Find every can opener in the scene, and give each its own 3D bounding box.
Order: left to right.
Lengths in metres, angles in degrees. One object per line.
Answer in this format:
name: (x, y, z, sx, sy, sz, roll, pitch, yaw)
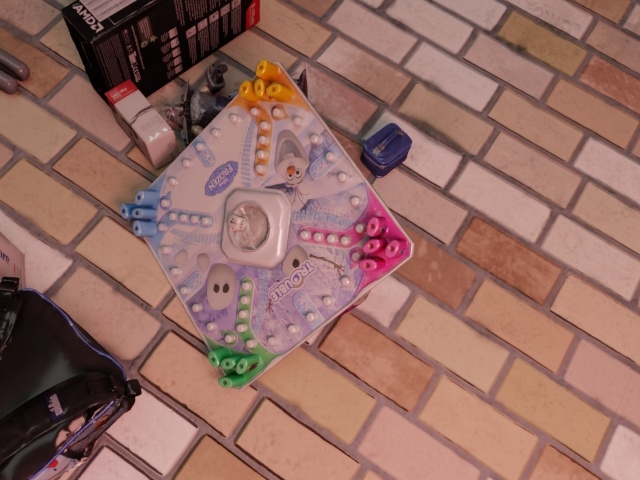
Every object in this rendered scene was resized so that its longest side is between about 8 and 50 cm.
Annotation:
can opener: (-0.687, -0.379, 1.115, 0.280, 0.093, 0.074, 34, 69, -14)

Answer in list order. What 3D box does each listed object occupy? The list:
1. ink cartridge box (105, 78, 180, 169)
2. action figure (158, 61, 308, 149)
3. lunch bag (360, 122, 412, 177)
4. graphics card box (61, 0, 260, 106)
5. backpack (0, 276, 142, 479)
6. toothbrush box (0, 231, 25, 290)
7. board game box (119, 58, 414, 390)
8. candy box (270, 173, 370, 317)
ink cartridge box: (-0.327, -0.212, 1.102, 0.056, 0.099, 0.135, -37, 75, -17)
action figure: (-0.165, -0.254, 1.137, 0.285, 0.099, 0.185, -4, 74, -3)
lunch bag: (0.129, -0.176, 1.144, 0.098, 0.065, 0.067, -40, 76, -17)
graphics card box: (-0.276, -0.418, 1.119, 0.371, 0.233, 0.094, -42, 81, -17)
backpack: (-0.434, 0.238, 0.854, 0.276, 0.213, 0.263, 36, 59, 16)
toothbrush box: (-0.633, 0.058, 0.911, 0.283, 0.206, 0.122, -9, 69, -9)
board game box: (-0.112, -0.021, 0.949, 0.390, 0.050, 0.390, -40, 73, 20)
candy box: (0.000, 0.000, 1.012, 0.071, 0.159, 0.233, -30, 74, -17)
